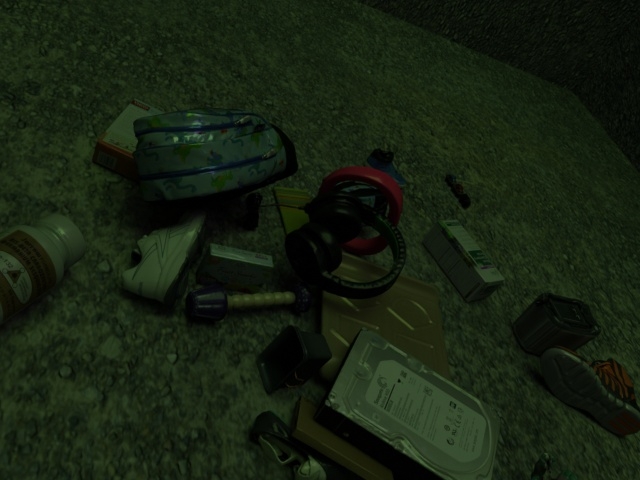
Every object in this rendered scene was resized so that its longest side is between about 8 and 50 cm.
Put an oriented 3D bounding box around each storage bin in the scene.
[{"bbox_3d":[-0.043,0.238,1.174,0.091,0.135,0.098,12,41,-40],"label":"storage bin"}]

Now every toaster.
[{"bbox_3d":[0.639,0.237,1.643,0.227,0.146,0.129,12,41,-26],"label":"toaster"}]

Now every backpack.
[{"bbox_3d":[-0.256,-0.185,1.329,0.290,0.273,0.355,5,31,27],"label":"backpack"},{"bbox_3d":[0.080,-0.100,1.610,0.158,0.116,0.173,19,20,37],"label":"backpack"}]

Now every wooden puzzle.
[{"bbox_3d":[0.139,0.212,1.379,0.322,0.080,0.347,20,43,-15],"label":"wooden puzzle"}]

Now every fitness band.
[{"bbox_3d":[0.092,-0.072,1.485,0.209,0.290,0.054,17,51,5],"label":"fitness band"}]

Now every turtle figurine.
[{"bbox_3d":[0.469,0.530,1.223,0.234,0.118,0.175,20,51,-41],"label":"turtle figurine"}]

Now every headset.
[{"bbox_3d":[0.000,0.000,1.390,0.394,0.185,0.243,28,52,6],"label":"headset"}]

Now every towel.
[{"bbox_3d":[-0.057,-0.052,1.574,0.102,0.021,0.237,5,46,-25],"label":"towel"}]

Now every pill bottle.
[{"bbox_3d":[-0.525,0.047,1.033,0.131,0.131,0.229,36,37,3],"label":"pill bottle"}]

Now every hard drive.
[{"bbox_3d":[0.180,0.337,1.153,0.339,0.064,0.237,32,37,4],"label":"hard drive"}]

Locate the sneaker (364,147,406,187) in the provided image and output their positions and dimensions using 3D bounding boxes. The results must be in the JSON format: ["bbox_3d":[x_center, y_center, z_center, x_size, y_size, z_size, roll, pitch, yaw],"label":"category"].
[{"bbox_3d":[0.224,-0.238,1.924,0.152,0.084,0.058,35,37,2],"label":"sneaker"}]

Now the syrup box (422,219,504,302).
[{"bbox_3d":[0.409,0.056,1.723,0.093,0.096,0.236,-5,50,-39],"label":"syrup box"}]

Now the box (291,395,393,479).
[{"bbox_3d":[0.040,0.371,1.101,0.201,0.021,0.164,32,5,-2],"label":"box"}]

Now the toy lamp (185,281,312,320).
[{"bbox_3d":[-0.149,0.125,1.262,0.275,0.080,0.080,-1,48,-38],"label":"toy lamp"}]

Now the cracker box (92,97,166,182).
[{"bbox_3d":[-0.436,-0.243,1.473,0.156,0.067,0.232,26,39,-10],"label":"cracker box"}]

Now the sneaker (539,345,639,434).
[{"bbox_3d":[0.712,0.364,1.597,0.321,0.124,0.180,42,33,-6],"label":"sneaker"}]

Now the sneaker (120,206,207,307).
[{"bbox_3d":[-0.316,0.012,1.249,0.130,0.110,0.297,12,33,0],"label":"sneaker"}]

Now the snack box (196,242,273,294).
[{"bbox_3d":[-0.185,0.063,1.285,0.141,0.100,0.037,12,42,-24],"label":"snack box"}]

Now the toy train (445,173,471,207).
[{"bbox_3d":[0.479,-0.178,2.081,0.027,0.036,0.158,3,46,-33],"label":"toy train"}]

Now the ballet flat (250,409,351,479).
[{"bbox_3d":[-0.042,0.385,1.057,0.203,0.074,0.074,34,37,12],"label":"ballet flat"}]
